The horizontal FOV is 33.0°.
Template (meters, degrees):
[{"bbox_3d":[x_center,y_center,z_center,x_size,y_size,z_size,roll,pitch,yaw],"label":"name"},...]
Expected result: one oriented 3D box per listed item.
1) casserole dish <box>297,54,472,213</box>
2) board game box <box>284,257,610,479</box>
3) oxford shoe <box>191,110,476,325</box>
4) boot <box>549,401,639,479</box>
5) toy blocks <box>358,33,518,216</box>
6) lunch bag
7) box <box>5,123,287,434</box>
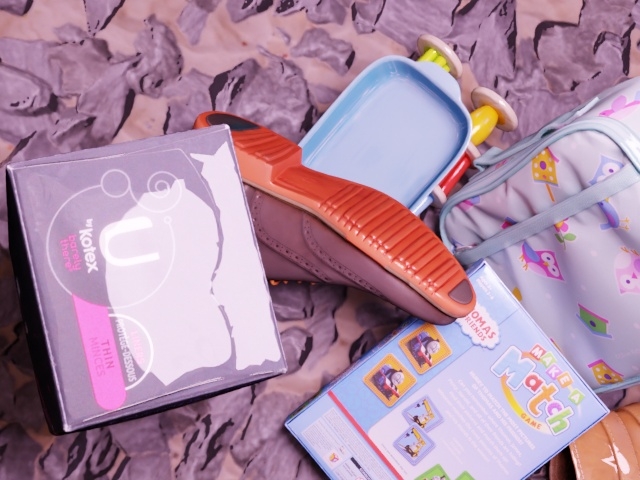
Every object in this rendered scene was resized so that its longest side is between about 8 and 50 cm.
[{"bbox_3d":[0.047,-0.069,0.923,0.114,0.037,0.188,42,97,12],"label":"casserole dish"},{"bbox_3d":[0.102,0.142,0.889,0.211,0.039,0.160,-39,91,6],"label":"board game box"},{"bbox_3d":[0.000,0.000,0.876,0.271,0.097,0.098,34,115,17],"label":"oxford shoe"},{"bbox_3d":[0.306,0.161,0.960,0.220,0.109,0.284,2,86,-11],"label":"boot"},{"bbox_3d":[0.084,-0.092,0.962,0.123,0.054,0.148,43,78,0],"label":"toy blocks"},{"bbox_3d":[0.223,0.003,0.870,0.108,0.279,0.224,-41,92,-29],"label":"lunch bag"},{"bbox_3d":[-0.135,0.042,0.762,0.143,0.270,0.165,-12,82,-18],"label":"box"}]
